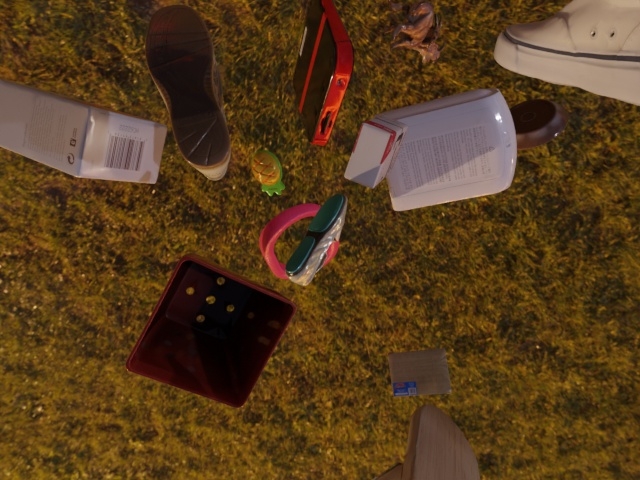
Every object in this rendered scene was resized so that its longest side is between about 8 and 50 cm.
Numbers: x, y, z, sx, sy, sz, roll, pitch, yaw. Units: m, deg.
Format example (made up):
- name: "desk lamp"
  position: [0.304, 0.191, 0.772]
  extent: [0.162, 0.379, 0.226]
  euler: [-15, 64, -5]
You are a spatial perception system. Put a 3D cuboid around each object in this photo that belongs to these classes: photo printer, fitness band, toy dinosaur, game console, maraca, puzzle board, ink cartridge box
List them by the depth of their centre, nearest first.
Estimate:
- name: "ink cartridge box"
  position: [0.100, -0.158, 0.791]
  extent: [0.056, 0.135, 0.099]
  euler: [24, 117, 12]
- name: "puzzle board"
  position: [0.220, 0.296, 1.013]
  extent: [0.128, 0.011, 0.096]
  euler: [-9, 81, 12]
- name: "photo printer"
  position: [0.303, -0.215, 1.086]
  extent: [0.308, 0.107, 0.255]
  euler: [-11, 117, 17]
- name: "fitness band"
  position: [-0.055, 0.008, 1.233]
  extent: [0.209, 0.054, 0.290]
  euler: [-25, 149, -5]
- name: "game console"
  position: [-0.003, -0.528, 1.413]
  extent: [0.060, 0.341, 0.386]
  euler: [-3, 151, -18]
- name: "toy dinosaur"
  position: [0.318, -0.694, 1.453]
  extent: [0.201, 0.295, 0.126]
  euler: [-9, 82, 3]
- name: "maraca"
  position: [-0.201, -0.259, 1.746]
  extent: [0.127, 0.099, 0.185]
  euler: [-2, 118, 31]

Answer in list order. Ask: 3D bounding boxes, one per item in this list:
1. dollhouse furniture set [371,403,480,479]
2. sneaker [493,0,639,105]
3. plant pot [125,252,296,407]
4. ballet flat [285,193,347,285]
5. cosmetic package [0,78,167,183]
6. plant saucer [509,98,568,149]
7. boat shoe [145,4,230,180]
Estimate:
- name: "dollhouse furniture set"
  position: [0.099, 0.382, 0.433]
  extent: [0.394, 0.256, 0.362]
  euler: [44, 110, 3]
- name: "sneaker"
  position: [0.224, -0.162, 0.348]
  extent: [0.094, 0.258, 0.091]
  euler: [6, 116, -12]
- name: "plant pot"
  position: [-0.253, 0.175, 1.049]
  extent: [0.268, 0.236, 0.267]
  euler: [27, 94, -20]
- name: "ballet flat"
  position: [0.000, 0.000, 0.753]
  extent: [0.052, 0.057, 0.168]
  euler: [43, 76, -39]
- name: "cosmetic package"
  position: [-0.646, -0.283, 1.151]
  extent: [0.454, 0.230, 0.161]
  euler: [19, 101, 24]
- name: "plant saucer"
  position: [0.593, -0.341, 1.288]
  extent: [0.199, 0.198, 0.036]
  euler: [-26, 132, 13]
- name: "boat shoe"
  position: [-0.208, -0.235, 0.723]
  extent: [0.105, 0.089, 0.284]
  euler: [-11, 80, -8]
